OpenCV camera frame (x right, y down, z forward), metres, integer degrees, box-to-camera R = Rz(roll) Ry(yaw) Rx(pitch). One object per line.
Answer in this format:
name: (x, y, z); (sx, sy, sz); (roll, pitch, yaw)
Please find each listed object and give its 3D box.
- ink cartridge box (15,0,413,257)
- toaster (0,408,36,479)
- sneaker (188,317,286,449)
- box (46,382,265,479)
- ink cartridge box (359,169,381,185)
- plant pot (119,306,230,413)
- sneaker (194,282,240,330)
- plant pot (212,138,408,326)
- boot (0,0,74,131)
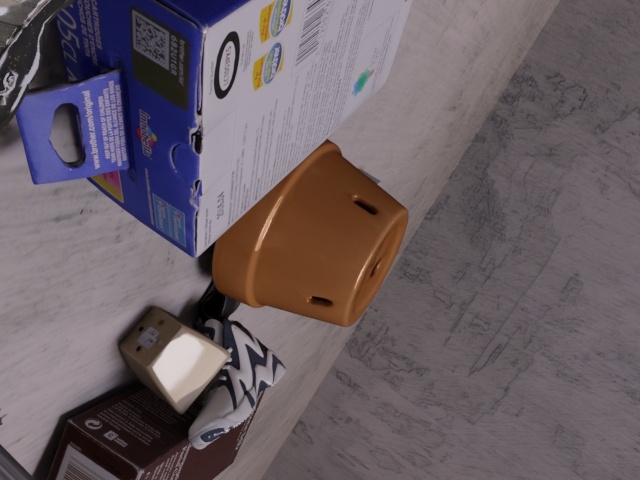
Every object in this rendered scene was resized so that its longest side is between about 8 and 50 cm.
ink cartridge box: (-0.070, -0.171, 0.600); (0.395, 0.151, 0.270); (-48, 166, -33)
toaster: (-0.370, 0.308, 0.721); (0.227, 0.146, 0.129); (-50, 166, -23)
sneaker: (-0.157, 0.196, 1.041); (0.094, 0.153, 0.235); (-38, 180, 35)
box: (-0.250, 0.327, 1.103); (0.191, 0.143, 0.381); (-67, 165, 16)
ink cartridge box: (0.002, -0.003, 1.435); (0.275, 0.060, 0.239); (-37, 156, -52)
plant pot: (-0.214, 0.157, 0.974); (0.109, 0.109, 0.096); (-50, 139, -19)
sneaker: (-0.180, 0.125, 1.143); (0.170, 0.051, 0.089); (-60, 166, 0)
plant pot: (0.000, 0.000, 1.058); (0.291, 0.203, 0.291); (-55, 164, -25)
boot: (-0.195, -0.171, 0.350); (0.246, 0.083, 0.161); (-61, 156, 5)
